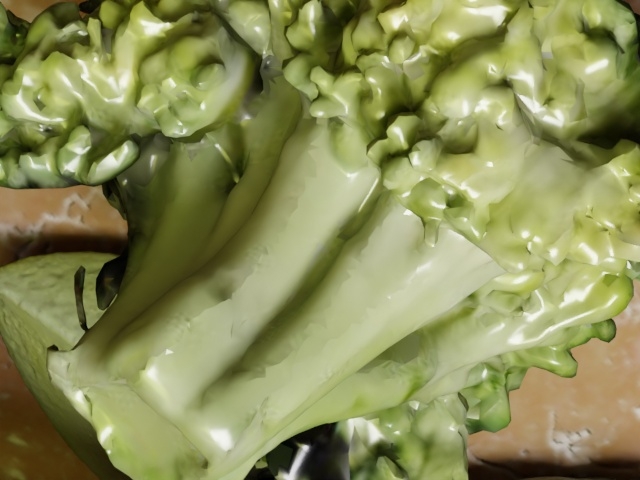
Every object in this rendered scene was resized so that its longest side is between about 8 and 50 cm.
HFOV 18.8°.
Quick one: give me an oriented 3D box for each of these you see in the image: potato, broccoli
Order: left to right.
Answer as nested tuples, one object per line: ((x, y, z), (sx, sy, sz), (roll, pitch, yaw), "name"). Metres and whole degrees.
((-0.109, 0.069, 1.062), (0.120, 0.081, 0.149), (36, 148, 25), "potato")
((0.009, 0.006, 0.832), (0.348, 0.281, 0.293), (5, 125, 43), "broccoli")

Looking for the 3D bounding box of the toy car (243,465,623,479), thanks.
((0.058, 0.189, 1.012), (0.301, 0.193, 0.118), (8, 123, 10), "toy car")
